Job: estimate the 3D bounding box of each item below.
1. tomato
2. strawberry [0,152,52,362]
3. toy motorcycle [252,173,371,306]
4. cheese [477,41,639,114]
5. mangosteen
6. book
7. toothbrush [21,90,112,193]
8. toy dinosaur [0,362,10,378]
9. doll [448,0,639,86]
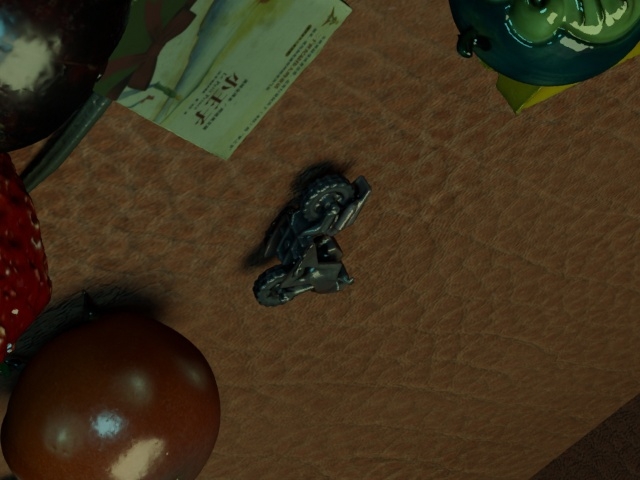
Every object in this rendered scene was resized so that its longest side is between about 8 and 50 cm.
[{"bbox_3d":[-0.237,0.202,1.783,0.256,0.224,0.256,-38,156,-20],"label":"tomato"},{"bbox_3d":[-0.347,-0.009,1.275,0.257,0.257,0.277,-19,122,-24],"label":"strawberry"},{"bbox_3d":[0.000,0.000,1.830,0.118,0.084,0.212,-2,138,-32],"label":"toy motorcycle"},{"bbox_3d":[0.260,-0.217,1.697,0.171,0.093,0.126,-36,157,12],"label":"cheese"},{"bbox_3d":[-0.242,-0.179,1.115,0.216,0.216,0.216,-25,154,-13],"label":"mangosteen"},{"bbox_3d":[-0.102,-0.187,1.404,0.201,0.026,0.289,-49,151,10],"label":"book"},{"bbox_3d":[-0.237,-0.090,1.467,0.297,0.030,0.030,-47,174,28],"label":"toothbrush"},{"bbox_3d":[-0.378,0.132,1.734,0.060,0.029,0.120,-40,153,-18],"label":"toy dinosaur"},{"bbox_3d":[0.250,-0.265,1.485,0.322,0.198,0.186,-33,169,-18],"label":"doll"}]
